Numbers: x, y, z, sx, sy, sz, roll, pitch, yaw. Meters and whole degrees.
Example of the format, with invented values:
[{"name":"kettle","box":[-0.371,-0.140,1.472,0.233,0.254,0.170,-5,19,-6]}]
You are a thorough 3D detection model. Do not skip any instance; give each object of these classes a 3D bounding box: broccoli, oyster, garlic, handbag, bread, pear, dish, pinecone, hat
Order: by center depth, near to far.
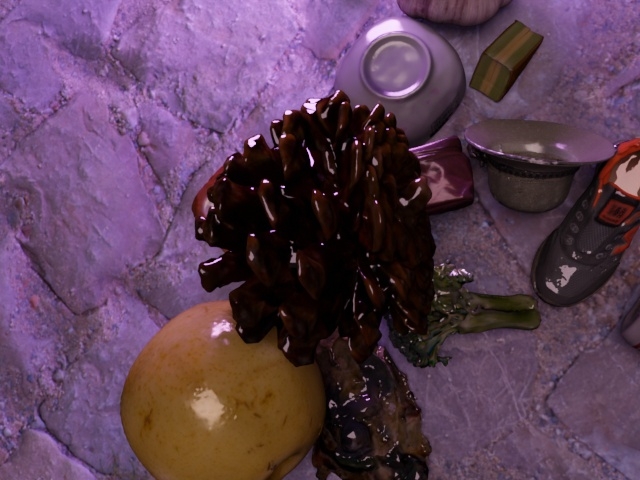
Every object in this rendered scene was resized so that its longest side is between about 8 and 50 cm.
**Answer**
[{"name":"pinecone","box":[0.000,0.000,0.962,0.398,0.398,0.397,-1,82,11]},{"name":"pear","box":[-0.160,0.269,1.102,0.348,0.348,0.348,-1,82,11]},{"name":"broccoli","box":[0.243,0.099,1.133,0.275,0.198,0.177,-14,35,2]},{"name":"hat","box":[0.369,-0.118,1.146,0.257,0.257,0.130,9,115,12]},{"name":"garlic","box":[0.257,-0.532,1.181,0.245,0.253,0.245,0,68,1]},{"name":"oyster","box":[0.080,0.287,1.186,0.221,0.096,0.361,-6,84,3]},{"name":"handbag","box":[0.164,-0.104,1.192,0.225,0.146,0.135,-14,83,11]},{"name":"dish","box":[0.146,-0.308,1.237,0.256,0.117,0.256,-2,82,11]},{"name":"bread","box":[0.357,-0.345,1.255,0.074,0.084,0.139,35,59,14]}]

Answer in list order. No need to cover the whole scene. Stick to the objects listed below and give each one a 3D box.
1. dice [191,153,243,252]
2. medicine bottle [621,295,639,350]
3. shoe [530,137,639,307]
[{"name":"dice","box":[-0.119,-0.052,1.226,0.174,0.175,0.179,-44,73,3]},{"name":"medicine bottle","box":[0.636,0.177,1.071,0.250,0.131,0.131,34,90,13]},{"name":"shoe","box":[0.484,-0.035,1.107,0.132,0.171,0.336,32,89,13]}]
